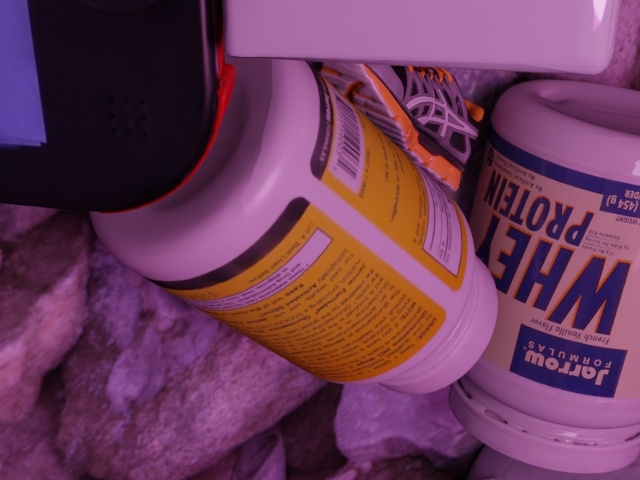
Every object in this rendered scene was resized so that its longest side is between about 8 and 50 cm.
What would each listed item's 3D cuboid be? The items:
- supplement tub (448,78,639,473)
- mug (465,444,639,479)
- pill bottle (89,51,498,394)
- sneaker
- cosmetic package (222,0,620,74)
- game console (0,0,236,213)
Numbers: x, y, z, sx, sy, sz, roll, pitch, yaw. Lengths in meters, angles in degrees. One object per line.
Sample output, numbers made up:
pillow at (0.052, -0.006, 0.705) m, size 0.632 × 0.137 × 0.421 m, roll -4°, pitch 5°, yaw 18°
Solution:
supplement tub at (0.250, 0.030, 1.040) m, size 0.235 × 0.235 × 0.324 m, roll -8°, pitch 117°, yaw -38°
mug at (0.293, 0.332, 1.174) m, size 0.374 × 0.328 × 0.276 m, roll 16°, pitch 101°, yaw -44°
pill bottle at (0.000, 0.000, 0.842) m, size 0.188 × 0.188 × 0.334 m, roll -55°, pitch 135°, yaw -3°
sneaker at (0.072, -0.120, 0.922) m, size 0.083 × 0.084 × 0.215 m, roll -58°, pitch 145°, yaw -3°
cosmetic package at (0.057, -0.270, 0.572) m, size 0.162 × 0.453 × 0.230 m, roll 3°, pitch 118°, yaw 4°
game console at (-0.227, -0.182, 0.453) m, size 0.060 × 0.387 × 0.342 m, roll -65°, pitch 157°, yaw -56°
